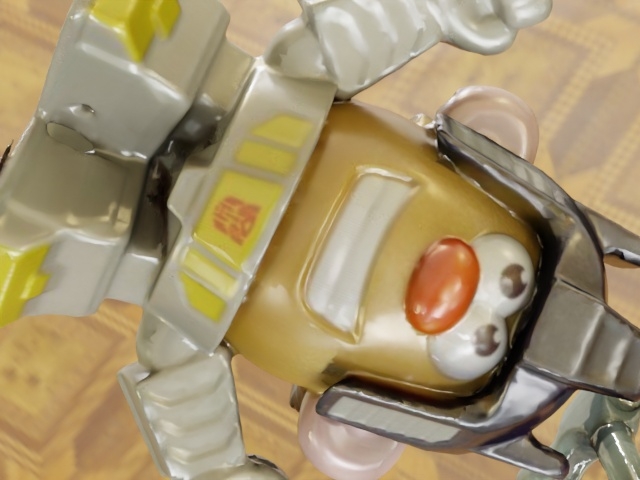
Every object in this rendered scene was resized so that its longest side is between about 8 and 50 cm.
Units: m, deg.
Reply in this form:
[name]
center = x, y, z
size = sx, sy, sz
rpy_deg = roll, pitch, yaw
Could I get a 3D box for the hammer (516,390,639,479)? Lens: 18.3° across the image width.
[hammer]
center = 0.138, 0.119, 0.786
size = 0.103, 0.029, 0.246
rpy_deg = -56, 18, 16

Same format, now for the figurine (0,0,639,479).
[figurine]
center = 0.001, -0.004, 0.847
size = 0.309, 0.308, 0.143
rpy_deg = -17, 24, 9
